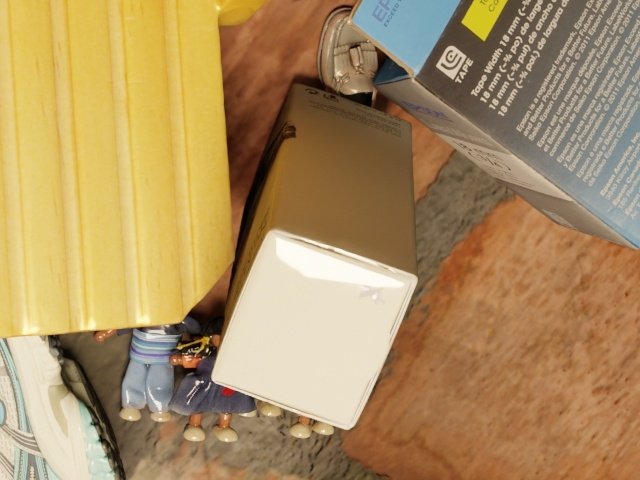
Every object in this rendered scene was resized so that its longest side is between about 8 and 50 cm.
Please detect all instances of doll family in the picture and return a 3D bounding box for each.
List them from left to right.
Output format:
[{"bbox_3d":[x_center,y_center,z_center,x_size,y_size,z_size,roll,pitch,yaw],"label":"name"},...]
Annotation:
[{"bbox_3d":[-0.063,0.079,1.283,0.193,0.076,0.111,-2,117,-26],"label":"doll family"}]

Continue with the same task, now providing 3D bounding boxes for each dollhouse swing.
[{"bbox_3d":[-0.148,-0.127,0.990,0.346,0.315,0.305,-3,74,-30],"label":"dollhouse swing"}]

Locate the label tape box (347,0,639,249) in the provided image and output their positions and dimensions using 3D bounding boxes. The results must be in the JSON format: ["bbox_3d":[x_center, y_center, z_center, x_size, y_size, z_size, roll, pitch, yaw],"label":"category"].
[{"bbox_3d":[0.158,-0.176,1.264,0.333,0.106,0.241,33,84,-37],"label":"label tape box"}]

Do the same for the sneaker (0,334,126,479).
[{"bbox_3d":[-0.226,0.086,1.172,0.122,0.110,0.283,-24,116,-4],"label":"sneaker"}]

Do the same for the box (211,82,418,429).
[{"bbox_3d":[0.000,0.000,1.145,0.094,0.275,0.113,20,111,-6],"label":"box"}]

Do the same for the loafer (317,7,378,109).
[{"bbox_3d":[0.024,-0.102,1.274,0.045,0.039,0.125,-11,116,-27],"label":"loafer"}]
